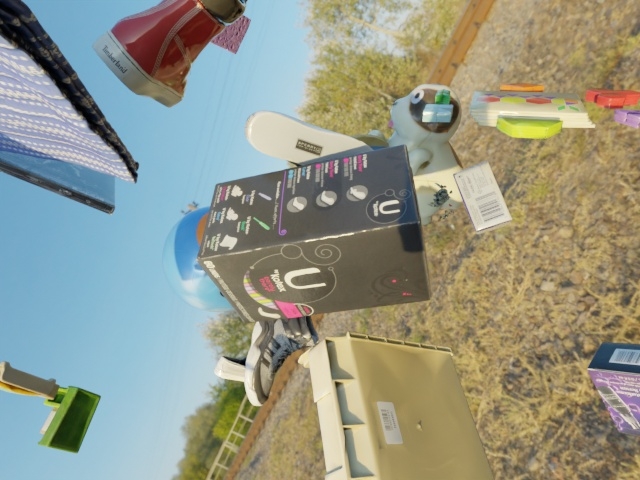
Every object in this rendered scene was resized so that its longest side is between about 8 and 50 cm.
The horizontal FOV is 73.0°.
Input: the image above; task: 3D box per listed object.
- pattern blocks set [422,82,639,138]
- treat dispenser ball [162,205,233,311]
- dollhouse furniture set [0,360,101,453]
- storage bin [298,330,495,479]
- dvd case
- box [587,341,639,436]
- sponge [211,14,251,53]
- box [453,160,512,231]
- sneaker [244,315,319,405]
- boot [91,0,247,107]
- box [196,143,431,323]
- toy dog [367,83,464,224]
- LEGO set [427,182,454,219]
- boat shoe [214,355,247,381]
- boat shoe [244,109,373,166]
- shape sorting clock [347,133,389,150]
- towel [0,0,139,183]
[{"bbox_3d":[0.344,-0.218,0.717,0.285,0.325,0.026,-45,-40,-48],"label":"pattern blocks set"},{"bbox_3d":[-0.277,0.049,1.172,0.288,0.288,0.288,25,-90,-90],"label":"treat dispenser ball"},{"bbox_3d":[-0.769,0.422,1.109,0.301,0.198,0.151,54,-138,-47],"label":"dollhouse furniture set"},{"bbox_3d":[0.105,0.286,0.625,0.123,0.260,0.262,-48,39,39],"label":"storage bin"},{"bbox_3d":[-0.399,-0.108,0.659,0.018,0.165,0.221,-60,32,7],"label":"dvd case"},{"bbox_3d":[0.761,0.355,1.017,0.108,0.207,0.153,-37,11,-30],"label":"box"},{"bbox_3d":[-0.299,-0.642,1.286,0.117,0.031,0.210,-58,-19,19],"label":"sponge"},{"bbox_3d":[0.332,-0.082,0.889,0.072,0.126,0.137,-22,-10,19],"label":"box"},{"bbox_3d":[-0.089,0.272,1.060,0.101,0.153,0.268,52,-136,-66],"label":"sneaker"},{"bbox_3d":[-0.156,-0.253,0.532,0.176,0.088,0.244,-39,19,3],"label":"boot"},{"bbox_3d":[0.000,0.000,0.587,0.165,0.271,0.143,66,-161,-47],"label":"box"},{"bbox_3d":[0.332,-0.276,1.359,0.284,0.396,0.407,-71,-23,-52],"label":"toy dog"},{"bbox_3d":[0.244,-0.076,0.854,0.054,0.083,0.023,-44,28,10],"label":"LEGO set"},{"bbox_3d":[-0.225,0.375,1.283,0.066,0.184,0.063,23,91,57],"label":"boat shoe"},{"bbox_3d":[-0.008,-0.134,0.651,0.080,0.229,0.076,-68,24,18],"label":"boat shoe"},{"bbox_3d":[0.061,-0.182,1.003,0.206,0.206,0.040,114,141,-66],"label":"shape sorting clock"},{"bbox_3d":[-0.322,-0.134,0.382,0.336,0.243,0.040,125,155,-76],"label":"towel"}]
